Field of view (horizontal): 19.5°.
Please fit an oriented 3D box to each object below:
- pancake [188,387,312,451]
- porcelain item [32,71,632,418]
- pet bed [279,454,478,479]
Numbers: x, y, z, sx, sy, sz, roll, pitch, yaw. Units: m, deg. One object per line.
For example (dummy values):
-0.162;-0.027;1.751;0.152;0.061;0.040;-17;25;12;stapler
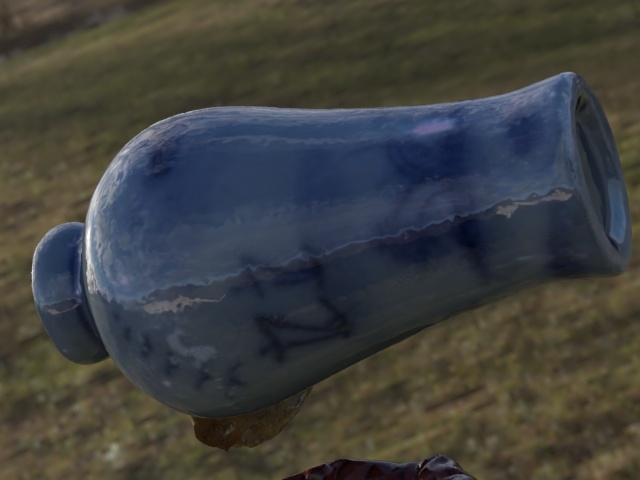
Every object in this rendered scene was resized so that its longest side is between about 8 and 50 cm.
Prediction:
-0.035;0.056;1.119;0.025;0.151;0.151;16;30;29;pancake
0.000;0.000;0.812;0.259;0.141;0.141;-12;13;21;porcelain item
0.007;0.175;1.013;0.201;0.053;0.201;-13;17;4;pet bed
